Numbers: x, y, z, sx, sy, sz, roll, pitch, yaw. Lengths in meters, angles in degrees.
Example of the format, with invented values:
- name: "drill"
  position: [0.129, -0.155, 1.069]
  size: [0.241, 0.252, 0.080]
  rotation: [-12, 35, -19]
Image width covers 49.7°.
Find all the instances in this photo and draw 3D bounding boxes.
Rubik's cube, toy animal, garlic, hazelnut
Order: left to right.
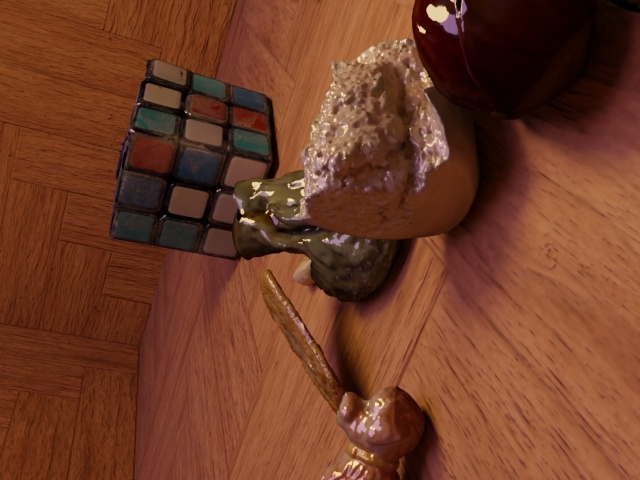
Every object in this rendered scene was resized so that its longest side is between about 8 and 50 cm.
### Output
- name: "Rubik's cube"
  position: [-0.335, -0.199, 1.790]
  size: [0.358, 0.363, 0.362]
  rotation: [-98, 29, -51]
- name: "garlic"
  position: [-0.025, 0.052, 1.209]
  size: [0.083, 0.041, 0.053]
  rotation: [-150, 79, -78]
- name: "toy animal"
  position: [0.078, 0.258, 0.729]
  size: [0.184, 0.104, 0.185]
  rotation: [24, 82, 43]
- name: "hazelnut"
  position: [0.160, -0.191, 0.637]
  size: [0.202, 0.161, 0.170]
  rotation: [175, 88, -80]

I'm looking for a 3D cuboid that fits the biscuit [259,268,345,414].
- name: "biscuit"
  position: [-0.027, 0.143, 0.972]
  size: [0.247, 0.029, 0.118]
  rotation: [54, 167, 33]

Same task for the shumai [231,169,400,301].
- name: "shumai"
  position: [-0.011, -0.032, 0.974]
  size: [0.272, 0.204, 0.222]
  rotation: [141, 139, -57]

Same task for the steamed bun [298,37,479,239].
- name: "steamed bun"
  position: [0.079, -0.129, 0.761]
  size: [0.170, 0.200, 0.225]
  rotation: [121, 154, -56]

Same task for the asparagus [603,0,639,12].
- name: "asparagus"
  position: [0.239, -0.338, 0.592]
  size: [0.128, 0.108, 0.382]
  rotation: [-27, 42, 26]
